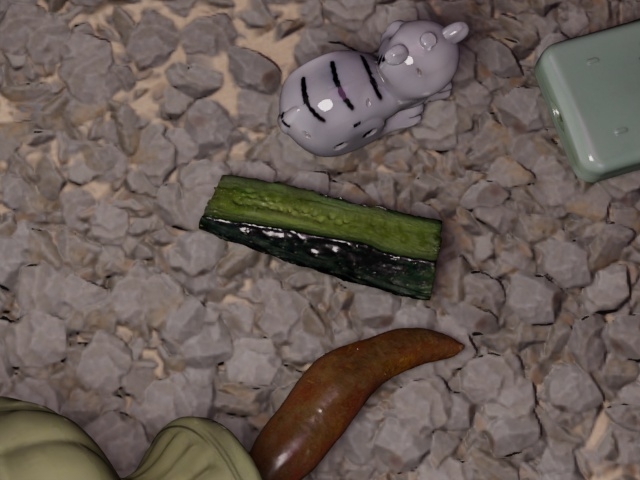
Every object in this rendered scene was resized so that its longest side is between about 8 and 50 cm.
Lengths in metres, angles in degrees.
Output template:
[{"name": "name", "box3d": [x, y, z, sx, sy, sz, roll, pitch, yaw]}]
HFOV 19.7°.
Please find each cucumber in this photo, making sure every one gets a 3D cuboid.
[{"name": "cucumber", "box3d": [0.000, 0.001, 1.620, 0.211, 0.062, 0.078, 11, 37, 1]}]

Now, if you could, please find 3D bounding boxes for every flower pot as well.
[{"name": "flower pot", "box3d": [-0.180, 0.259, 1.392, 0.244, 0.307, 0.307, -7, 72, -29]}]

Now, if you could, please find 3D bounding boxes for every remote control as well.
[{"name": "remote control", "box3d": [0.353, -0.154, 1.724, 0.296, 0.056, 0.140, -16, 77, -15]}]

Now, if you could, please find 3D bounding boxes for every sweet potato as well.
[{"name": "sweet potato", "box3d": [0.013, 0.140, 1.575, 0.255, 0.058, 0.078, -40, 98, -21]}]

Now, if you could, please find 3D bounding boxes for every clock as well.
[{"name": "clock", "box3d": [0.045, -0.142, 1.639, 0.176, 0.117, 0.080, -23, 76, -15]}]
